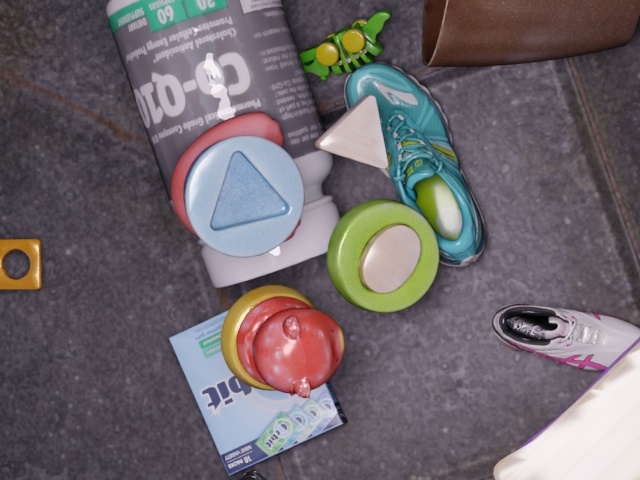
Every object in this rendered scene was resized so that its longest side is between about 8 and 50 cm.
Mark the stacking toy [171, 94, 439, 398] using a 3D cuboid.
[{"bbox_3d":[0.000,0.000,1.748,0.279,0.130,0.309,-24,103,-13],"label":"stacking toy"}]

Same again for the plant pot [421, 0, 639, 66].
[{"bbox_3d":[0.250,-0.294,1.862,0.230,0.215,0.215,7,87,-5],"label":"plant pot"}]

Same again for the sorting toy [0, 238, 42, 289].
[{"bbox_3d":[-0.512,0.025,2.040,0.347,0.047,0.196,12,92,11],"label":"sorting toy"}]

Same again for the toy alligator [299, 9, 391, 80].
[{"bbox_3d":[0.013,-0.221,1.960,0.189,0.056,0.051,-25,103,22],"label":"toy alligator"}]

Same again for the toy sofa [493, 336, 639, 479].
[{"bbox_3d":[0.375,0.213,1.815,0.362,0.150,0.177,-46,75,4],"label":"toy sofa"}]

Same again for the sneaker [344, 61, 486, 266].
[{"bbox_3d":[0.118,-0.097,1.903,0.107,0.110,0.275,-31,81,6],"label":"sneaker"}]

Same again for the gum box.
[{"bbox_3d":[-0.076,0.170,1.952,0.157,0.041,0.184,-25,83,7],"label":"gum box"}]

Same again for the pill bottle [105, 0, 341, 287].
[{"bbox_3d":[-0.104,-0.141,1.886,0.204,0.204,0.361,-19,92,8],"label":"pill bottle"}]

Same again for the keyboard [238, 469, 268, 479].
[{"bbox_3d":[-0.100,0.380,1.952,0.108,0.023,0.180,39,94,17],"label":"keyboard"}]

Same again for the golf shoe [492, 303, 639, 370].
[{"bbox_3d":[0.292,0.114,1.869,0.186,0.086,0.068,7,86,9],"label":"golf shoe"}]
